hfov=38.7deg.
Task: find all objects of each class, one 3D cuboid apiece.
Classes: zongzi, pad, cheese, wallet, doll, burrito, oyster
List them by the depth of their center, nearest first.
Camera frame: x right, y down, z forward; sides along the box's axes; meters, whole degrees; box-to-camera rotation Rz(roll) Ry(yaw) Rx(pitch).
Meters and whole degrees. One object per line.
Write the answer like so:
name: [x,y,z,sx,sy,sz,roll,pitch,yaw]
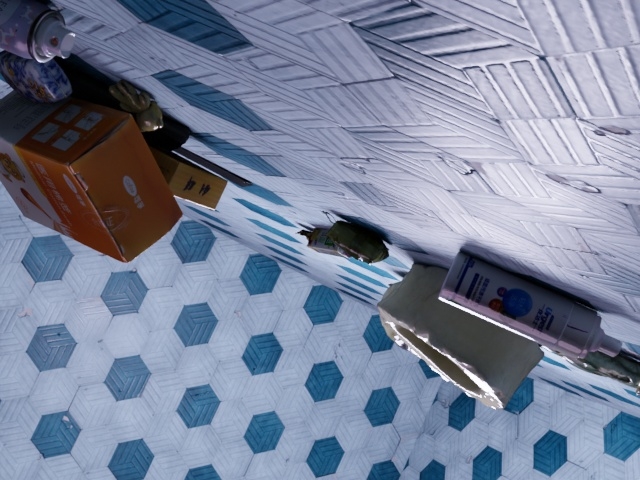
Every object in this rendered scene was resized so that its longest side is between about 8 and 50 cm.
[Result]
doll: [-0.287,-0.210,1.431,0.061,0.051,0.093,-13,153,38]
wallet: [-0.349,-0.226,1.587,0.250,0.044,0.149,27,171,-18]
zongzi: [0.064,-0.004,1.829,0.154,0.062,0.130,30,-173,12]
burrito: [0.545,0.235,1.885,0.309,0.066,0.096,25,177,24]
cheese: [0.284,0.190,1.893,0.332,0.153,0.292,38,170,4]
pad: [-0.236,-0.157,1.906,0.193,0.004,0.116,27,174,-14]
oyster: [0.000,-0.001,2.204,0.132,0.029,0.086,20,179,19]

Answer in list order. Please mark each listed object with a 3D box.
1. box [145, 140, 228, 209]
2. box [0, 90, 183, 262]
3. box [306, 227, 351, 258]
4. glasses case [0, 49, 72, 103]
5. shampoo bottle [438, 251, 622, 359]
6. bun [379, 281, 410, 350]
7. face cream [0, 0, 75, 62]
box: [-0.305,-0.142,1.674,0.237,0.070,0.152,26,-176,30]
box: [-0.419,-0.120,1.557,0.341,0.143,0.225,19,144,39]
box: [0.024,0.004,2.049,0.041,0.050,0.207,26,174,-19]
glasses case: [-0.471,-0.271,1.490,0.248,0.065,0.087,19,146,55]
shampoo bottle: [0.351,0.119,1.517,0.303,0.092,0.092,25,174,10]
bun: [0.271,0.203,2.255,0.273,0.168,0.273,18,170,3]
face cream: [-0.413,-0.287,1.157,0.229,0.075,0.075,23,174,13]
